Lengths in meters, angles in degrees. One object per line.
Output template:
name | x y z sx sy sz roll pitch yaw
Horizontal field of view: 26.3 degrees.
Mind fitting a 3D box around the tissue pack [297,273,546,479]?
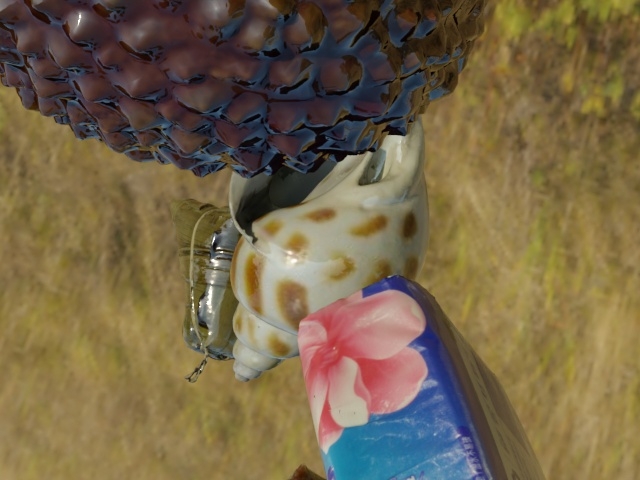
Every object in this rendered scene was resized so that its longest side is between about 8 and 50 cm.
tissue pack | 0.088 0.184 1.021 0.137 0.269 0.209 -33 125 11

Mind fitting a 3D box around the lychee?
lychee | -0.056 -0.172 0.700 0.330 0.306 0.306 -7 153 18

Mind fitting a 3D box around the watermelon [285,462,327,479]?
watermelon | 0.034 0.314 1.267 0.264 0.151 0.302 23 164 16

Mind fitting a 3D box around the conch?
conch | 0.000 0.000 1.188 0.183 0.275 0.149 33 171 18

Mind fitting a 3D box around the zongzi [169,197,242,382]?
zongzi | -0.136 0.050 1.483 0.081 0.189 0.178 17 178 -41
